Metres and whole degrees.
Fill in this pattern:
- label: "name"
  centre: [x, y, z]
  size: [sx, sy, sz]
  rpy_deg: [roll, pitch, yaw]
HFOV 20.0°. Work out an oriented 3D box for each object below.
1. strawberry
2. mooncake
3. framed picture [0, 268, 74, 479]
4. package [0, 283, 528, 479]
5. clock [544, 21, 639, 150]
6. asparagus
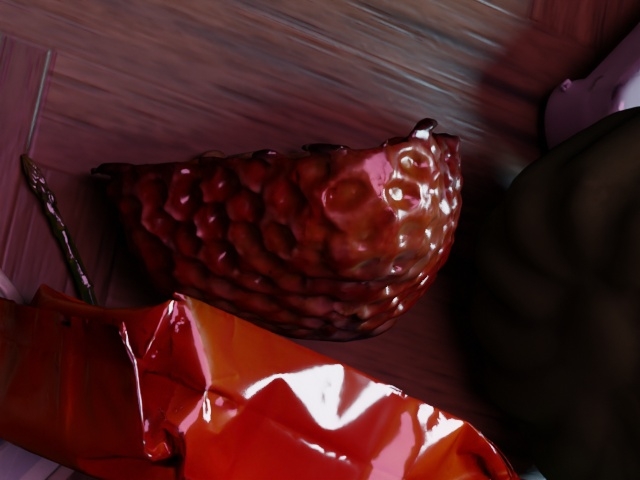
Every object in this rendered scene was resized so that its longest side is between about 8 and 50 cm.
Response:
- label: "strawberry"
  centre: [0.008, -0.001, 1.247]
  size: [0.253, 0.280, 0.150]
  rpy_deg: [-7, 93, -44]
- label: "mooncake"
  centre: [0.264, 0.075, 1.374]
  size: [0.187, 0.351, 0.351]
  rpy_deg: [-33, 105, -31]
- label: "framed picture"
  centre: [-0.245, 0.136, 1.209]
  size: [0.203, 0.015, 0.150]
  rpy_deg: [-44, 110, -29]
- label: "package"
  centre: [-0.023, 0.143, 1.243]
  size: [0.423, 0.196, 0.123]
  rpy_deg: [26, 78, -37]
- label: "clock"
  centre: [0.367, -0.071, 1.590]
  size: [0.295, 0.113, 0.322]
  rpy_deg: [-45, 113, -29]
- label: "asparagus"
  centre: [-0.173, 0.014, 1.266]
  size: [0.016, 0.016, 0.163]
  rpy_deg: [-23, 101, -15]
